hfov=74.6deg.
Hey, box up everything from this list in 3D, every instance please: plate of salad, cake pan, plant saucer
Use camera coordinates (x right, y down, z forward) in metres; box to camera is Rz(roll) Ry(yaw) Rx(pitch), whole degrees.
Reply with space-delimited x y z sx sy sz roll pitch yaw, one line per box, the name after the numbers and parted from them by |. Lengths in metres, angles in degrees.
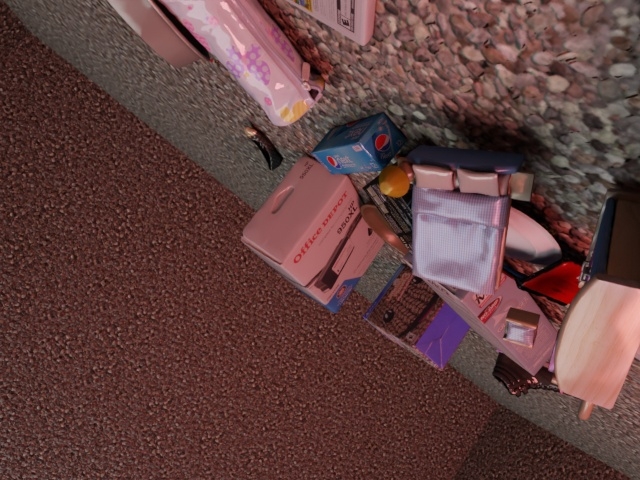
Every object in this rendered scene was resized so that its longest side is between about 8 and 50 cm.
0.296 -0.026 0.686 0.199 0.048 0.200 36 173 5 | plate of salad
-0.293 -0.400 0.668 0.293 0.054 0.293 54 -172 -11 | cake pan
0.222 -0.015 1.060 0.277 0.041 0.278 35 171 6 | plant saucer

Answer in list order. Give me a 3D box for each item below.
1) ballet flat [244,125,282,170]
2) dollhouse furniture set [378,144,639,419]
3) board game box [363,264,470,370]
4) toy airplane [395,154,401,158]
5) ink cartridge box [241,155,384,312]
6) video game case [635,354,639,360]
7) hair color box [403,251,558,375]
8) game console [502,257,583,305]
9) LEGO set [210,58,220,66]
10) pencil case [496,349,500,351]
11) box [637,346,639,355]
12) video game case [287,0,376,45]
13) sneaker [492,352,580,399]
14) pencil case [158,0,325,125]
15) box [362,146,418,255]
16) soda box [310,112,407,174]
-0.169 -0.270 1.236 0.057 0.049 0.173 28 167 41 | ballet flat
0.197 0.059 0.522 0.303 0.198 0.287 16 126 31 | dollhouse furniture set
0.314 0.229 1.331 0.141 0.232 0.291 42 170 -22 | board game box
0.196 -0.103 0.747 0.151 0.028 0.151 37 171 7 | toy airplane
0.000 0.000 1.197 0.166 0.286 0.395 29 169 33 | ink cartridge box
0.621 0.205 0.569 0.274 0.035 0.248 35 166 23 | video game case
0.360 0.132 0.915 0.374 0.114 0.185 40 -179 -34 | hair color box
0.367 0.048 0.686 0.143 0.085 0.124 18 137 -32 | game console
-0.254 -0.418 0.925 0.083 0.024 0.054 27 -179 -36 | LEGO set
0.476 0.230 1.172 0.206 0.088 0.086 43 171 -27 | pencil case
0.365 0.013 0.237 0.214 0.168 0.345 31 168 34 | box
-0.027 -0.335 0.440 0.206 0.026 0.227 35 172 11 | video game case
0.686 0.456 1.327 0.295 0.147 0.105 29 166 37 | sneaker
-0.112 -0.302 0.640 0.273 0.113 0.124 43 -177 -29 | pencil case
0.168 -0.051 0.719 0.180 0.077 0.147 53 173 -2 | box
0.061 -0.172 0.775 0.067 0.071 0.210 43 170 -22 | soda box
